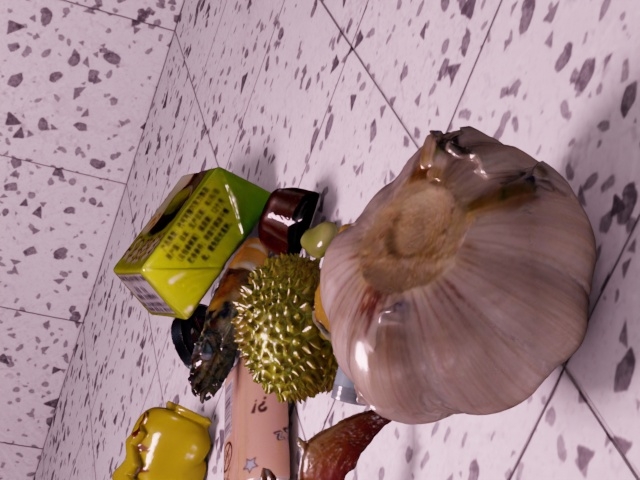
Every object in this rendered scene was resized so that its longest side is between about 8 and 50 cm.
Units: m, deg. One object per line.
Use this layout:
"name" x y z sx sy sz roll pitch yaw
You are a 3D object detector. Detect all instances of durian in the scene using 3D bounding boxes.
"durian" -0.041 0.131 1.909 0.237 0.177 0.200 -120 17 -50

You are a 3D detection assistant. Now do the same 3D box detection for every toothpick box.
"toothpick box" 0.049 0.185 1.796 0.052 0.052 0.083 -172 96 -71

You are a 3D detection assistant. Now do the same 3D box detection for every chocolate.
"chocolate" -0.056 -0.045 2.136 0.148 0.080 0.125 97 -167 -61
"chocolate" -0.255 0.000 2.494 0.288 0.137 0.301 -55 15 -14

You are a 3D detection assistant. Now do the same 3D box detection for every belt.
"belt" -0.229 0.191 2.481 0.058 0.105 0.140 -41 66 53

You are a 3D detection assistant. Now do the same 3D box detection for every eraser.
"eraser" -0.105 0.331 2.088 0.171 0.087 0.290 121 155 -46

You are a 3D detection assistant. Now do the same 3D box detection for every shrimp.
"shrimp" -0.179 0.165 2.260 0.445 0.085 0.272 -76 10 -62

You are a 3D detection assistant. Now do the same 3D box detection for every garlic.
"garlic" 0.142 0.045 1.343 0.322 0.241 0.322 -53 19 27

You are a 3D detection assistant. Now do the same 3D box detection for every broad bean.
"broad bean" 0.000 0.000 2.070 0.083 0.045 0.063 -15 50 60

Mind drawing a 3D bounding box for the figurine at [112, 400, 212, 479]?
"figurine" -0.312 0.468 2.448 0.218 0.169 0.326 163 119 -73

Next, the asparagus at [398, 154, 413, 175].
"asparagus" 0.098 -0.022 1.825 0.236 0.027 0.034 -71 25 17

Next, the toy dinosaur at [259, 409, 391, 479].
"toy dinosaur" 0.017 0.386 1.679 0.207 0.113 0.327 -5 93 32

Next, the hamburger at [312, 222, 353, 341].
"hamburger" 0.069 0.068 1.745 0.177 0.113 0.185 -39 49 52
